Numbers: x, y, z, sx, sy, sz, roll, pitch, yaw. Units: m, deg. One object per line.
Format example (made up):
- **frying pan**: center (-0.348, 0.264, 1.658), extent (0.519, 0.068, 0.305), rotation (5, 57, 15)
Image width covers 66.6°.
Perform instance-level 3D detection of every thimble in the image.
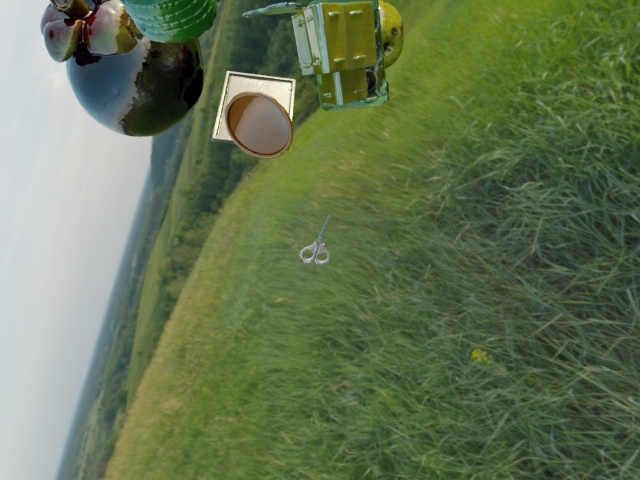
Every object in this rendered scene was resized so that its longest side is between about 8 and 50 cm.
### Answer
- **thimble**: center (-0.224, -0.356, 0.714), extent (0.090, 0.129, 0.118), rotation (63, -162, -62)

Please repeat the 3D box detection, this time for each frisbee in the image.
- **frisbee**: center (-0.158, -0.303, 1.271), extent (0.192, 0.192, 0.035), rotation (-52, 10, 44)

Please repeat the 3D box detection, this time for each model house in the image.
- **model house**: center (-0.015, -0.471, 1.256), extent (0.324, 0.339, 0.301), rotation (-58, -38, -66)

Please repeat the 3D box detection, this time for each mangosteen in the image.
- **mangosteen**: center (-0.521, -0.473, 1.274), extent (0.381, 0.434, 0.383), rotation (-14, 67, 38)

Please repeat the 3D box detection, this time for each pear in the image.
- **pear**: center (0.184, -0.776, 1.853), extent (0.284, 0.283, 0.284), rotation (-50, 31, 46)

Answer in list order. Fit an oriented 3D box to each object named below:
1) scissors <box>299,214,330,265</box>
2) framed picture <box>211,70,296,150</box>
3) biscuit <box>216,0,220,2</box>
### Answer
- **scissors**: center (0.000, 0.000, 1.516), extent (0.015, 0.100, 0.189), rotation (-95, 21, -58)
- **framed picture**: center (-0.203, -0.419, 1.550), extent (0.020, 0.240, 0.325), rotation (103, 170, -55)
- **biscuit**: center (-0.246, -0.501, 0.985), extent (0.129, 0.119, 0.019), rotation (20, 112, 39)
